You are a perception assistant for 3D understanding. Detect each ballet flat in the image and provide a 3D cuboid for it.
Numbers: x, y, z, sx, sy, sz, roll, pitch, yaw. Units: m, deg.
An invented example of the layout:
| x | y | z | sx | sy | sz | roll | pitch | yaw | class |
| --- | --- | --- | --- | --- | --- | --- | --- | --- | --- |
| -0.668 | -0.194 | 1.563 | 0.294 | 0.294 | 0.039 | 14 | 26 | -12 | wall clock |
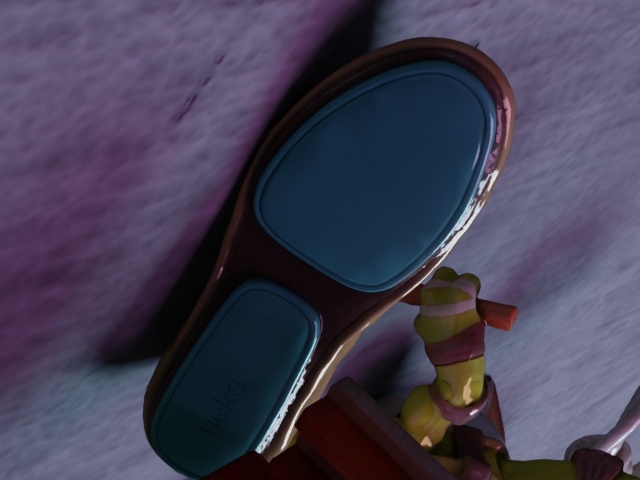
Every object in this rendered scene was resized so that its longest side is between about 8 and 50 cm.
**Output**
| x | y | z | sx | sy | sz | roll | pitch | yaw | class |
| --- | --- | --- | --- | --- | --- | --- | --- | --- | --- |
| 0.000 | 0.000 | 0.706 | 0.232 | 0.080 | 0.073 | -52 | -177 | 34 | ballet flat |

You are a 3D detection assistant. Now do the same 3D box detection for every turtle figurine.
| x | y | z | sx | sy | sz | roll | pitch | yaw | class |
| --- | --- | --- | --- | --- | --- | --- | --- | --- | --- |
| 0.070 | 0.105 | 0.834 | 0.217 | 0.087 | 0.269 | 15 | 127 | -11 | turtle figurine |

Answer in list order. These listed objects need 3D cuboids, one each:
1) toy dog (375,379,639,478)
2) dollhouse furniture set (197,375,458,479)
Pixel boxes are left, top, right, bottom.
| x | y | z | sx | sy | sz | roll | pitch | yaw | class |
| --- | --- | --- | --- | --- | --- | --- | --- | --- | --- |
| 0.076 | 0.173 | 1.085 | 0.220 | 0.161 | 0.333 | -23 | 138 | -29 | toy dog |
| -0.072 | 0.151 | 0.610 | 0.259 | 0.262 | 0.135 | -26 | 153 | -50 | dollhouse furniture set |
